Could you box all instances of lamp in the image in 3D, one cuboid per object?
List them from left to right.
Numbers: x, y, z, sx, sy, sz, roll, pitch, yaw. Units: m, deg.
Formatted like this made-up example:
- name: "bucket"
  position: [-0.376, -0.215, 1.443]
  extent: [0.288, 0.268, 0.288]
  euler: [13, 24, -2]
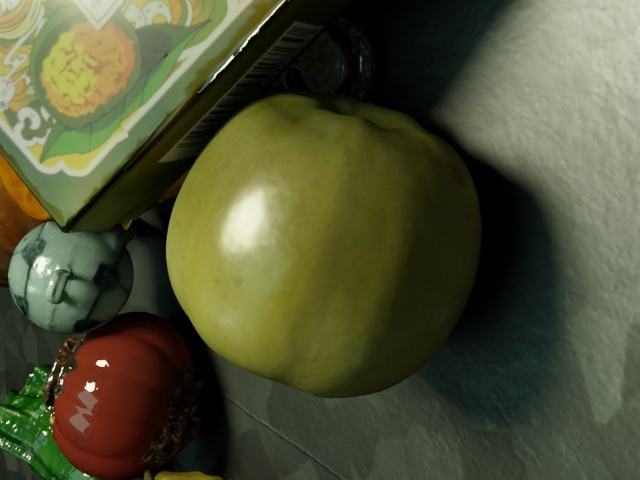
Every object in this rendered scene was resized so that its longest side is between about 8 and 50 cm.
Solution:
- name: "lamp"
  position: [-0.258, 0.210, 1.005]
  extent: [0.227, 0.227, 0.227]
  euler: [14, 110, 46]

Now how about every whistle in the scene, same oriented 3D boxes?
- name: "whistle"
  position: [-0.319, 0.039, 0.977]
  extent: [0.289, 0.163, 0.164]
  euler: [-142, 46, -80]

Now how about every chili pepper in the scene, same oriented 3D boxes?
- name: "chili pepper"
  position: [-0.407, 0.312, 1.221]
  extent: [0.385, 0.213, 0.167]
  euler: [25, 75, 38]

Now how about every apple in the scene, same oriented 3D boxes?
- name: "apple"
  position: [0.000, 0.000, 0.627]
  extent: [0.262, 0.262, 0.262]
  euler: [14, 110, 46]

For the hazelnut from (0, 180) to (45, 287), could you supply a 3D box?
- name: "hazelnut"
  position: [-0.564, -0.082, 1.217]
  extent: [0.372, 0.315, 0.372]
  euler: [36, 152, 22]

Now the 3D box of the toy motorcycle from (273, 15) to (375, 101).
- name: "toy motorcycle"
  position: [-0.056, -0.288, 0.728]
  extent: [0.222, 0.107, 0.341]
  euler: [3, 108, 42]

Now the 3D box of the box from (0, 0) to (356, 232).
- name: "box"
  position: [-0.193, -0.278, 0.624]
  extent: [0.373, 0.138, 0.420]
  euler: [-40, 89, 21]

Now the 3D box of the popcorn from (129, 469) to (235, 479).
- name: "popcorn"
  position: [-0.169, 0.473, 0.927]
  extent: [0.349, 0.349, 0.382]
  euler: [13, 134, 46]

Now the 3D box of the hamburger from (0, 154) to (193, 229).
- name: "hamburger"
  position: [-0.260, -0.165, 0.894]
  extent: [0.291, 0.225, 0.291]
  euler: [12, 107, 43]
